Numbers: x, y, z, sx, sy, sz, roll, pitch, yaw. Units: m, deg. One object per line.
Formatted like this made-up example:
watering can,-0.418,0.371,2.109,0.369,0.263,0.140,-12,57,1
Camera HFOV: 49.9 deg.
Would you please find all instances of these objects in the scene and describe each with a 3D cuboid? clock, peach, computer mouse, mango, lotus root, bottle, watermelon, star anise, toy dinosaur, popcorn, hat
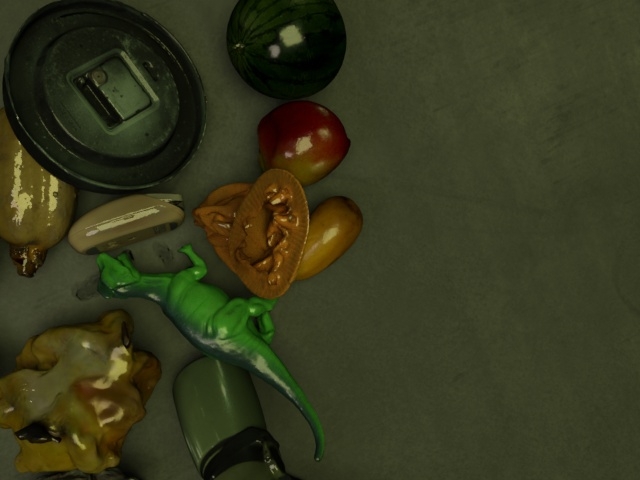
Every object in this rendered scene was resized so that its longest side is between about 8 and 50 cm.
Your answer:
clock,-0.404,-0.272,1.315,0.386,0.076,0.386,10,73,-35
peach,-0.035,-0.203,1.435,0.197,0.197,0.198,-1,93,-14
computer mouse,-0.386,-0.040,1.375,0.236,0.145,0.082,-20,82,-11
mango,0.000,0.000,1.475,0.112,0.145,0.219,44,84,3
lotus root,-0.556,-0.101,1.327,0.169,0.151,0.343,0,93,-30
bottle,-0.177,0.386,1.338,0.168,0.347,0.169,-12,126,-17
watermelon,-0.068,-0.405,1.388,0.242,0.242,0.243,-1,93,-14
star anise,-0.489,0.496,1.345,0.359,0.315,0.139,18,53,-51
toy dinosaur,-0.210,0.205,1.326,0.374,0.500,0.144,3,135,-33
popcorn,-0.457,0.304,1.328,0.315,0.281,0.297,-23,66,-20
hat,-0.177,-0.020,1.407,0.233,0.233,0.244,-39,124,-41

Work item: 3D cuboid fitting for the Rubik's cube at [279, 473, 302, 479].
Rubik's cube,-0.052,0.713,1.401,0.363,0.359,0.362,25,85,-17
